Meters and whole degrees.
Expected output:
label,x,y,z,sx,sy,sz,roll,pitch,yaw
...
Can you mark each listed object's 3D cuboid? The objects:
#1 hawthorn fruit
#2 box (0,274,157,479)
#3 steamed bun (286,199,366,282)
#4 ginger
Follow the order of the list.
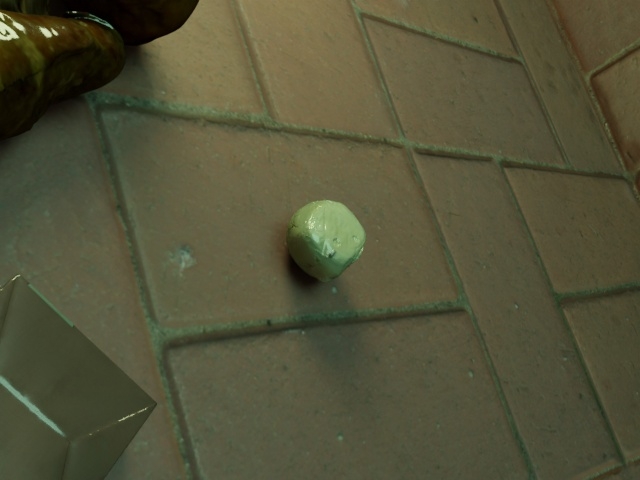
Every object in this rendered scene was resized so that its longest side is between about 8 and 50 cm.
label,x,y,z,sx,sy,sz,roll,pitch,yaw
hawthorn fruit,-0.263,-0.350,1.061,0.208,0.208,0.248,40,23,-21
box,-0.296,0.173,0.785,0.215,0.086,0.215,48,40,-13
steamed bun,0.000,0.000,1.201,0.112,0.091,0.130,46,39,-11
ginger,-0.400,-0.202,0.861,0.254,0.176,0.418,42,38,-8
